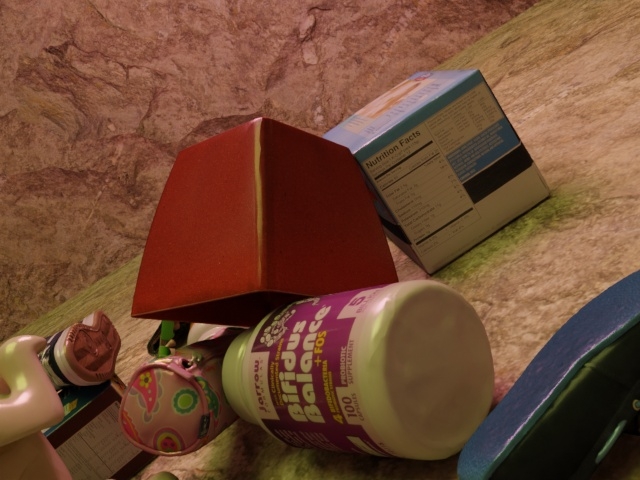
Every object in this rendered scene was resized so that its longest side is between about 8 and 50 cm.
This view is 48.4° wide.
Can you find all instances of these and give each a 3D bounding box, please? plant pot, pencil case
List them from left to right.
[{"bbox_3d":[-0.149,0.188,0.937,0.124,0.124,0.284,-31,-6,12],"label":"pencil case"},{"bbox_3d":[-0.073,-0.016,0.974,0.267,0.235,0.267,-13,-17,40],"label":"plant pot"}]

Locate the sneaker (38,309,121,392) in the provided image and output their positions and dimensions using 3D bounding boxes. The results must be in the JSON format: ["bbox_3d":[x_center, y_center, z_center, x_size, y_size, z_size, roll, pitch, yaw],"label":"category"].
[{"bbox_3d":[-0.409,0.196,1.116,0.153,0.099,0.282,-29,7,-5],"label":"sneaker"}]

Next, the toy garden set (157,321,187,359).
[{"bbox_3d":[-0.260,0.178,1.268,0.049,0.244,0.204,6,-1,-12],"label":"toy garden set"}]

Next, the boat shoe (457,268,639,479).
[{"bbox_3d":[0.219,0.123,0.574,0.258,0.089,0.109,-42,2,-9],"label":"boat shoe"}]

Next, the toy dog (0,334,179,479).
[{"bbox_3d":[-0.445,0.285,0.817,0.395,0.408,0.285,-51,14,-29],"label":"toy dog"}]

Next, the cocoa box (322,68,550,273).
[{"bbox_3d":[0.172,-0.133,1.197,0.231,0.228,0.347,-34,15,1],"label":"cocoa box"}]

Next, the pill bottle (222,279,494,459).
[{"bbox_3d":[0.020,0.141,0.769,0.302,0.169,0.169,-16,23,51],"label":"pill bottle"}]

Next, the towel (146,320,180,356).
[{"bbox_3d":[-0.271,0.077,1.641,0.271,0.040,0.370,-60,1,29],"label":"towel"}]

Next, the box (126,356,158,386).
[{"bbox_3d":[-0.339,0.278,1.400,0.094,0.027,0.137,-14,25,51],"label":"box"}]

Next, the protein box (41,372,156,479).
[{"bbox_3d":[-0.383,0.321,1.141,0.201,0.136,0.200,-39,15,-15],"label":"protein box"}]

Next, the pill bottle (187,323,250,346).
[{"bbox_3d":[-0.166,0.162,1.213,0.118,0.117,0.208,-34,15,1],"label":"pill bottle"}]
